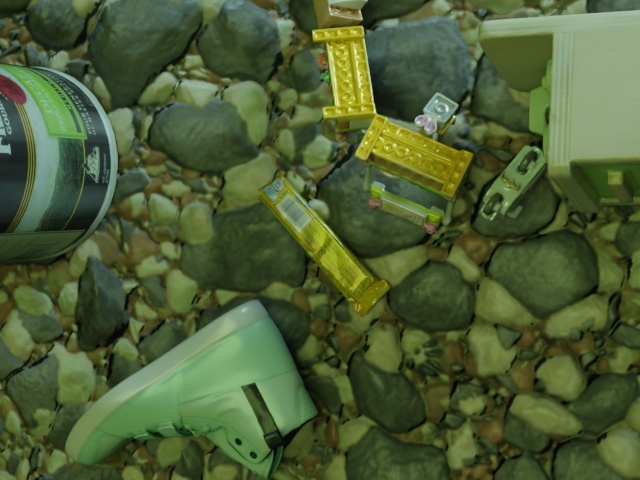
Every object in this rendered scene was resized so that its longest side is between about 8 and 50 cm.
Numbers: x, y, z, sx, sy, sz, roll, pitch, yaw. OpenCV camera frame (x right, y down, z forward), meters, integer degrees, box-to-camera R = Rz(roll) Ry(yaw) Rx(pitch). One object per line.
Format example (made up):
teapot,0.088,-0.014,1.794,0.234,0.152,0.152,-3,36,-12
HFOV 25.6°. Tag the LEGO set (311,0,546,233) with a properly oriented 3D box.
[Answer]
LEGO set,0.062,-0.105,1.278,0.132,0.107,0.287,-39,70,-17

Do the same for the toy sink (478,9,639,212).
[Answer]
toy sink,0.252,-0.099,1.141,0.234,0.153,0.131,0,78,20

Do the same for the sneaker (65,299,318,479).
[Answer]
sneaker,-0.123,0.185,1.344,0.256,0.094,0.151,-35,82,20

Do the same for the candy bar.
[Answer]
candy bar,0.000,0.000,1.329,0.040,0.018,0.161,-45,76,13

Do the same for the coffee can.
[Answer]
coffee can,-0.345,-0.075,1.324,0.202,0.275,0.201,1,92,21
